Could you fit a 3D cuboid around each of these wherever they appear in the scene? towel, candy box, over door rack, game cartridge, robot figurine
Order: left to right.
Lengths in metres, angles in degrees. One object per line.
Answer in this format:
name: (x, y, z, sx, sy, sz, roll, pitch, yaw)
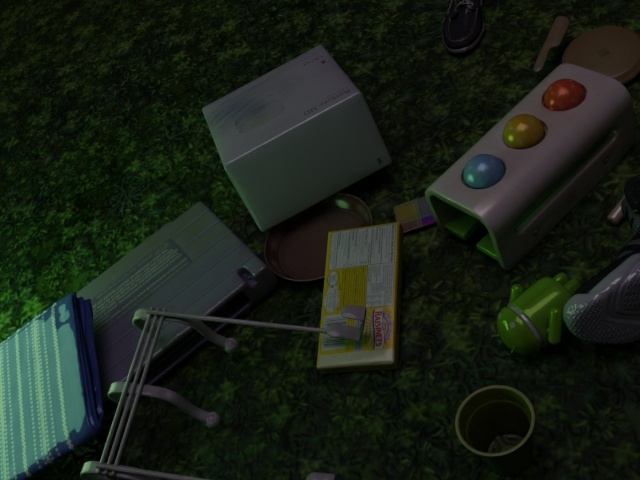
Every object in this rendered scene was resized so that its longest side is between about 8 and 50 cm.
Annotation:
towel: (-0.435, 0.246, 1.206, 0.336, 0.040, 0.243, -35, 47, 14)
game cartridge: (-0.259, 0.108, 1.282, 0.355, 0.068, 0.230, -39, 40, -10)
over door rack: (-0.107, 0.205, 1.070, 0.324, 0.108, 0.240, -1, 54, 18)
candy box: (0.054, 0.073, 1.146, 0.105, 0.027, 0.206, -6, 58, 19)
towel: (0.145, -0.039, 1.243, 0.083, 0.009, 0.060, -18, 43, 11)
robot figurine: (0.257, 0.088, 1.021, 0.115, 0.067, 0.101, -36, 25, -7)

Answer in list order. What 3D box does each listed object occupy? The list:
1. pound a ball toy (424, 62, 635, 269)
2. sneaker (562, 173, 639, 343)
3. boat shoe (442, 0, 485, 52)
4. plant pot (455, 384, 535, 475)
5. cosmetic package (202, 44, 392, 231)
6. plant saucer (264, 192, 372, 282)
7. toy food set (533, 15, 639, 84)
pound a ball toy: (0.318, -0.109, 1.127, 0.319, 0.136, 0.208, -42, 44, -13)
sneaker: (0.375, 0.012, 1.007, 0.268, 0.101, 0.153, -28, 34, -4)
boat shoe: (0.243, -0.404, 1.495, 0.075, 0.065, 0.206, -5, 48, 24)
plant pot: (0.194, 0.211, 0.929, 0.083, 0.079, 0.083, -14, 44, 14)
cosmetic package: (-0.042, -0.164, 1.343, 0.224, 0.138, 0.225, -28, 35, 0)
plant saucer: (0.000, 0.000, 1.268, 0.168, 0.029, 0.169, -15, 44, 16)
toy food set: (0.427, -0.272, 1.302, 0.192, 0.038, 0.132, 17, 66, 32)
